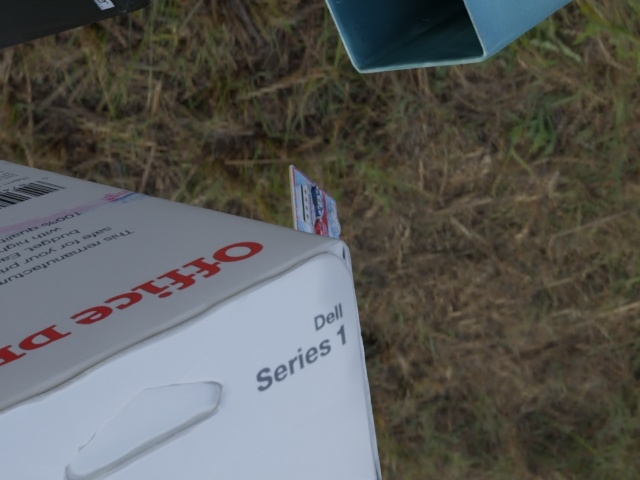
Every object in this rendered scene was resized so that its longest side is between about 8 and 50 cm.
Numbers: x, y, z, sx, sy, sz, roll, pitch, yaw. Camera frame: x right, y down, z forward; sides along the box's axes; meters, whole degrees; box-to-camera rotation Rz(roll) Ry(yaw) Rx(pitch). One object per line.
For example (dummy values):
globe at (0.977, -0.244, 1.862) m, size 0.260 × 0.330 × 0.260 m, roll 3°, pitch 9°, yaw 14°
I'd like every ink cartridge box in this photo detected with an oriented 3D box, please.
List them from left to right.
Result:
ink cartridge box at (-0.143, 0.062, 0.431) m, size 0.201 × 0.278 × 0.117 m, roll -26°, pitch 116°, yaw -37°

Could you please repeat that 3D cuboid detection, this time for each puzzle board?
puzzle board at (0.000, 0.000, 1.014) m, size 0.011 × 0.128 × 0.096 m, roll -16°, pitch 153°, yaw 21°

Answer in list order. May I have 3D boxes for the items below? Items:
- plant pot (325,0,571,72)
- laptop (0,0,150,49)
plant pot at (0.124, -0.243, 0.721) m, size 0.234 × 0.166 × 0.165 m, roll -31°, pitch 109°, yaw -22°
laptop at (-0.263, -0.199, 0.563) m, size 0.136 × 0.264 × 0.234 m, roll -50°, pitch 166°, yaw -5°
